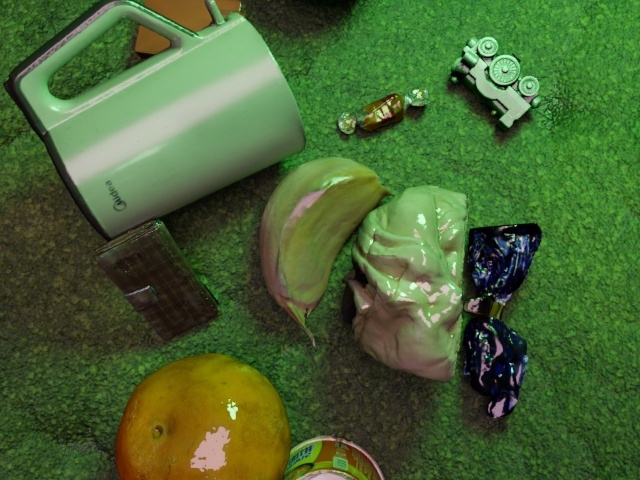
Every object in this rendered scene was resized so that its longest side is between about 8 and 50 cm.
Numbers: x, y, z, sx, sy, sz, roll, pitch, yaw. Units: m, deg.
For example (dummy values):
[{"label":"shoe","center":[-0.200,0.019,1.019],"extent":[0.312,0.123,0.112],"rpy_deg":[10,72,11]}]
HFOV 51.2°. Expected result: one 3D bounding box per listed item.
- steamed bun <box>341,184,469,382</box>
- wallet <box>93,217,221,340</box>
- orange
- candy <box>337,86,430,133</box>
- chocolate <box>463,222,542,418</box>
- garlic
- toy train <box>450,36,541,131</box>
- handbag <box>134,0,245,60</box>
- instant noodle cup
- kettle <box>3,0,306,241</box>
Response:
[{"label":"steamed bun","center":[0.136,0.066,1.103],"extent":[0.207,0.275,0.319],"rpy_deg":[5,46,14]},{"label":"wallet","center":[-0.271,0.072,1.137],"extent":[0.124,0.230,0.042],"rpy_deg":[-27,42,-1]},{"label":"orange","center":[-0.189,0.318,1.065],"extent":[0.284,0.226,0.283],"rpy_deg":[-9,65,19]},{"label":"candy","center":[0.121,-0.243,1.245],"extent":[0.182,0.046,0.053],"rpy_deg":[-21,80,0]},{"label":"chocolate","center":[0.300,0.134,1.162],"extent":[0.149,0.126,0.342],"rpy_deg":[6,89,-36]},{"label":"garlic","center":[-0.017,0.004,1.170],"extent":[0.196,0.151,0.338],"rpy_deg":[26,84,-8]},{"label":"toy train","center":[0.322,-0.294,1.240],"extent":[0.178,0.071,0.104],"rpy_deg":[45,95,5]},{"label":"handbag","center":[-0.244,-0.397,1.269],"extent":[0.190,0.063,0.127],"rpy_deg":[9,81,5]},{"label":"instant noodle cup","center":[0.011,0.436,1.081],"extent":[0.214,0.174,0.213],"rpy_deg":[0,82,2]},{"label":"kettle","center":[-0.262,-0.218,1.090],"extent":[0.377,0.250,0.361],"rpy_deg":[-30,126,-9]}]
